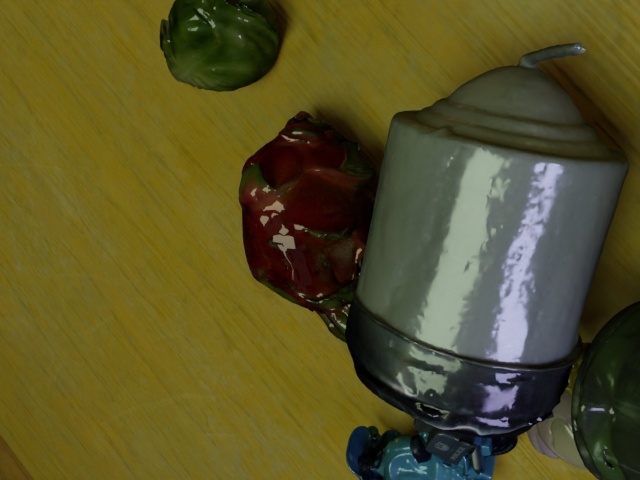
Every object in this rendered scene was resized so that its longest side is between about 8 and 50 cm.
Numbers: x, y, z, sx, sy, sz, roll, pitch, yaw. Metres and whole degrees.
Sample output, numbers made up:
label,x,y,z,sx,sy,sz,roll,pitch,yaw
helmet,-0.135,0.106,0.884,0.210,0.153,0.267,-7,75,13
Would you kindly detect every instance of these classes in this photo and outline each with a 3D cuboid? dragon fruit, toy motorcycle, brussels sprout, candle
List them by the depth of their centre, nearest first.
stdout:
label,x,y,z,sx,sy,sz,roll,pitch,yaw
candle,0.151,-0.009,0.676,0.221,0.221,0.342,21,109,31
dragon fruit,0.016,-0.013,0.854,0.269,0.198,0.200,37,107,17
brussels sprout,-0.126,-0.240,0.894,0.139,0.100,0.181,43,127,-15
toy motorcycle,0.133,0.271,0.957,0.182,0.123,0.272,23,133,3

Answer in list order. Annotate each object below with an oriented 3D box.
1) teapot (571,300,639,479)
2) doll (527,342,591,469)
label,x,y,z,sx,sy,sz,roll,pitch,yaw
teapot,0.383,0.152,0.570,0.337,0.270,0.200,-171,81,-66
doll,0.326,0.269,0.796,0.160,0.094,0.365,-22,98,49
